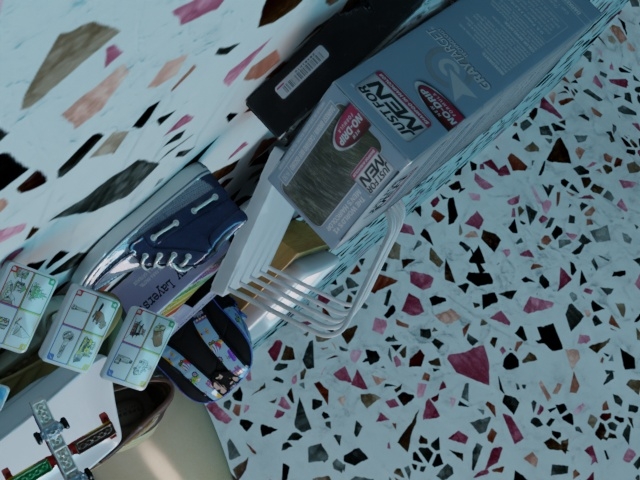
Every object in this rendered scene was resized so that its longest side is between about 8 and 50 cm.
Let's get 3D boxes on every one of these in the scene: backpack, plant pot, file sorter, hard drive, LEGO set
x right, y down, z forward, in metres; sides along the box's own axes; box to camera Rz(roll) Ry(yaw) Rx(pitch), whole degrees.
[{"bbox_3d":[-0.178,0.154,1.747,0.158,0.173,0.117,-45,173,13],"label":"backpack"},{"bbox_3d":[-0.274,0.397,2.032,0.256,0.274,0.256,-34,-171,6],"label":"plant pot"},{"bbox_3d":[0.000,0.000,1.488,0.192,0.173,0.278,-65,175,8],"label":"file sorter"},{"bbox_3d":[0.050,-0.197,1.313,0.237,0.064,0.339,-43,175,6],"label":"hard drive"},{"bbox_3d":[-0.266,0.153,1.068,0.060,0.182,0.244,25,-89,55],"label":"LEGO set"}]

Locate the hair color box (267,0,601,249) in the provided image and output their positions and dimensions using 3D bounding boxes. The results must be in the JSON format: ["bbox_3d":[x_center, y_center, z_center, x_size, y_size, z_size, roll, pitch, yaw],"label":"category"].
[{"bbox_3d":[0.130,-0.160,1.245,0.374,0.113,0.185,-39,172,-37],"label":"hair color box"}]

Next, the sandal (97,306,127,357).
[{"bbox_3d":[-0.332,0.175,1.324,0.086,0.120,0.303,3,133,-53],"label":"sandal"}]

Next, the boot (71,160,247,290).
[{"bbox_3d":[-0.170,0.008,1.208,0.190,0.086,0.069,-43,174,-1],"label":"boot"}]

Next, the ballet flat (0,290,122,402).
[{"bbox_3d":[-0.298,0.107,1.177,0.232,0.080,0.073,-41,144,-35],"label":"ballet flat"}]

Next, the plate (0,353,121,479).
[{"bbox_3d":[-0.334,0.242,1.190,0.278,0.045,0.277,-39,162,-23],"label":"plate"}]

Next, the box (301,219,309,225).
[{"bbox_3d":[-0.047,0.002,2.230,0.164,0.021,0.201,-38,172,-39],"label":"box"}]

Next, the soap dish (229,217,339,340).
[{"bbox_3d":[-0.097,0.070,1.934,0.229,0.118,0.291,-44,173,12],"label":"soap dish"}]

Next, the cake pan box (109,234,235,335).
[{"bbox_3d":[-0.214,0.079,1.520,0.267,0.070,0.246,-43,176,-5],"label":"cake pan box"}]

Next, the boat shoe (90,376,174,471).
[{"bbox_3d":[-0.339,0.261,1.504,0.342,0.123,0.123,-17,167,-40],"label":"boat shoe"}]

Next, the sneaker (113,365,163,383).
[{"bbox_3d":[-0.307,0.234,1.925,0.072,0.077,0.178,-39,174,-20],"label":"sneaker"}]

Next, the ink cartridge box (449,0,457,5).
[{"bbox_3d":[0.217,-0.339,1.412,0.099,0.056,0.135,-34,170,-50],"label":"ink cartridge box"}]
